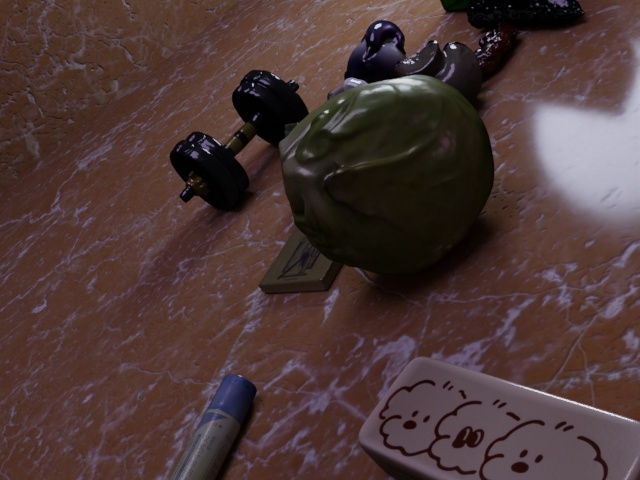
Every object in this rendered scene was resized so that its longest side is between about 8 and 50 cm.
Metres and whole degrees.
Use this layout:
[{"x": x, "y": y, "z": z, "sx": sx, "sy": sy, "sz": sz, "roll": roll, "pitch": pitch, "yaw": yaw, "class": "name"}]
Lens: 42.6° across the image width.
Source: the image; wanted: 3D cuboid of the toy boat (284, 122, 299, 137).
[{"x": 0.032, "y": -0.220, "z": 1.695, "sx": 0.293, "sy": 0.093, "sz": 0.055, "roll": -2, "pitch": 63, "yaw": 47, "class": "toy boat"}]

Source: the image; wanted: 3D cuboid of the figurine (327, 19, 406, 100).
[{"x": 0.111, "y": -0.374, "z": 1.776, "sx": 0.145, "sy": 0.145, "sz": 0.222, "roll": -2, "pitch": 49, "yaw": 46, "class": "figurine"}]

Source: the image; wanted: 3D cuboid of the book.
[{"x": 0.000, "y": 0.000, "z": 1.475, "sx": 0.161, "sy": 0.026, "sz": 0.230, "roll": -7, "pitch": 40, "yaw": 42, "class": "book"}]

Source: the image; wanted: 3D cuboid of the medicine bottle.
[{"x": -0.162, "y": 0.301, "z": 1.185, "sx": 0.059, "sy": 0.059, "sz": 0.230, "roll": -12, "pitch": 38, "yaw": 38, "class": "medicine bottle"}]

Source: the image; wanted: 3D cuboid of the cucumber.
[{"x": 0.412, "y": -0.466, "z": 1.655, "sx": 0.072, "sy": 0.072, "sz": 0.300, "roll": -46, "pitch": 31, "yaw": -16, "class": "cucumber"}]

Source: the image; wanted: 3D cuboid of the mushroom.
[{"x": 0.221, "y": -0.278, "z": 1.530, "sx": 0.188, "sy": 0.141, "sz": 0.117, "roll": -35, "pitch": 51, "yaw": 9, "class": "mushroom"}]

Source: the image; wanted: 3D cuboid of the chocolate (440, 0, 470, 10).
[{"x": 0.359, "y": -0.690, "z": 1.769, "sx": 0.161, "sy": 0.360, "sz": 0.341, "roll": -32, "pitch": 27, "yaw": -17, "class": "chocolate"}]

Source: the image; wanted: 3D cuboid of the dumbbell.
[{"x": -0.179, "y": -0.227, "z": 1.836, "sx": 0.388, "sy": 0.185, "sz": 0.185, "roll": -49, "pitch": 31, "yaw": -21, "class": "dumbbell"}]

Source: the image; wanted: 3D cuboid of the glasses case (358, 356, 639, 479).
[{"x": 0.195, "y": 0.228, "z": 0.882, "sx": 0.336, "sy": 0.076, "sz": 0.144, "roll": 8, "pitch": 52, "yaw": 52, "class": "glasses case"}]

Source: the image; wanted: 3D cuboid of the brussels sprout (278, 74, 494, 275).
[{"x": 0.105, "y": -0.095, "z": 1.238, "sx": 0.328, "sy": 0.328, "sz": 0.247, "roll": -35, "pitch": 20, "yaw": 4, "class": "brussels sprout"}]

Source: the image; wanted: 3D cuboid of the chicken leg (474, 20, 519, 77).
[{"x": 0.323, "y": -0.360, "z": 1.618, "sx": 0.089, "sy": 0.048, "sz": 0.219, "roll": 4, "pitch": 49, "yaw": 54, "class": "chicken leg"}]
